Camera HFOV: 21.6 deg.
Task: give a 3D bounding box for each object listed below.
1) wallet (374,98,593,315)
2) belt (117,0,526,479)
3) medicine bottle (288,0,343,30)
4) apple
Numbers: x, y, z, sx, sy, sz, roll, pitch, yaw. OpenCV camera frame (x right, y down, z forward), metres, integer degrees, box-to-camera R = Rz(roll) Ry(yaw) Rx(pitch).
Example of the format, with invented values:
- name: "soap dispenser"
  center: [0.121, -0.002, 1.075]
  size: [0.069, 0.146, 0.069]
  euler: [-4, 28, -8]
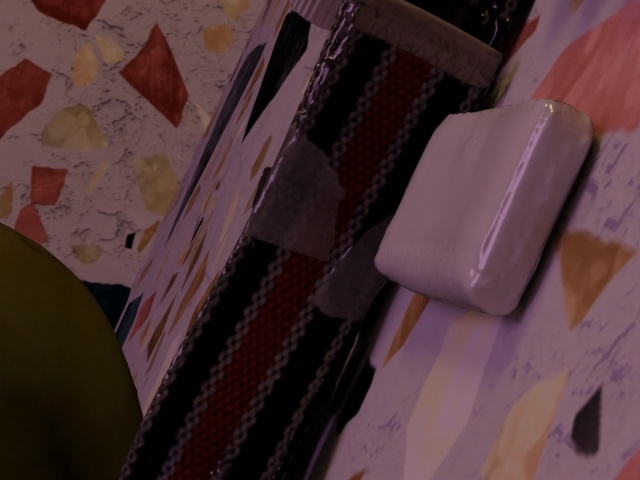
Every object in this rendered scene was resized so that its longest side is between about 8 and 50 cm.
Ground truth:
- name: "wallet"
  center: [0.069, -0.017, 0.754]
  size: [0.095, 0.033, 0.190]
  euler: [-64, 9, -1]
- name: "belt"
  center: [0.000, 0.000, 0.917]
  size: [0.360, 0.094, 0.126]
  euler: [-64, 5, -1]
- name: "medicine bottle"
  center: [0.042, -0.278, 1.450]
  size: [0.083, 0.083, 0.203]
  euler: [-80, 16, -58]
- name: "apple"
  center: [-0.368, 0.199, 1.453]
  size: [0.474, 0.473, 0.474]
  euler: [-62, 9, 18]
